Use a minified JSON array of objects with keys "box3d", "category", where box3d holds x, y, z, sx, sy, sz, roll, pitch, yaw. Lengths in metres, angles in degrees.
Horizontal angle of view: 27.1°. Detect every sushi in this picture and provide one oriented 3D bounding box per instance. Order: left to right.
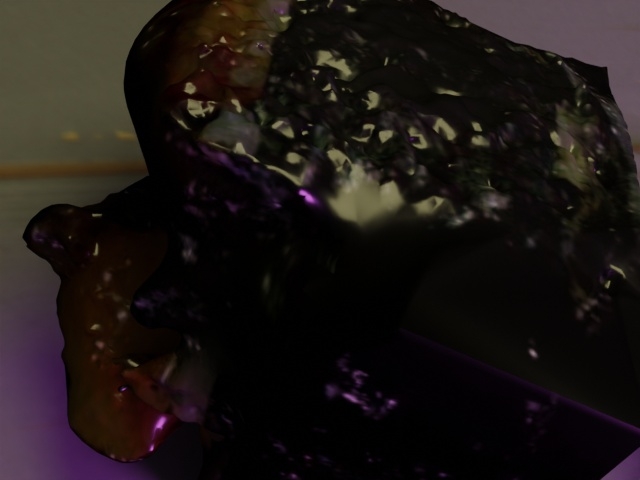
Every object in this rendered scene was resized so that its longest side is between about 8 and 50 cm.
[{"box3d":[0.000,-0.001,0.524,0.212,0.215,0.227,24,49,-9],"category":"sushi"}]
